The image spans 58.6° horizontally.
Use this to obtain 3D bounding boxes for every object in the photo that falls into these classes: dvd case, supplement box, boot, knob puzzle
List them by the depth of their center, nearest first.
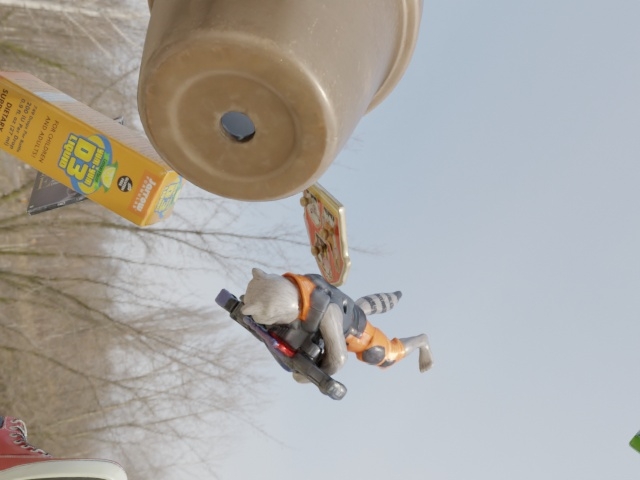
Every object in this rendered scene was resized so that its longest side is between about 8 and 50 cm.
[{"bbox_3d":[-0.270,-0.106,0.645,0.078,0.233,0.080,-62,180,14],"label":"supplement box"},{"bbox_3d":[-0.361,0.274,0.721,0.176,0.244,0.088,-112,-161,-69],"label":"boot"},{"bbox_3d":[0.000,0.000,0.972,0.213,0.030,0.213,164,-90,-73],"label":"knob puzzle"},{"bbox_3d":[-0.462,-0.149,1.089,0.018,0.165,0.221,71,5,-47],"label":"dvd case"}]

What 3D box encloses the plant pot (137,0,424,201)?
[{"bbox_3d":[-0.043,-0.162,0.484,0.263,0.263,0.229,116,-11,-45],"label":"plant pot"}]

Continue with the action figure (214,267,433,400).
[{"bbox_3d":[-0.013,0.112,0.917,0.341,0.330,0.178,27,-89,41],"label":"action figure"}]

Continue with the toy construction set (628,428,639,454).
[{"bbox_3d":[0.281,0.269,0.396,0.237,0.309,0.257,46,-52,27],"label":"toy construction set"}]
